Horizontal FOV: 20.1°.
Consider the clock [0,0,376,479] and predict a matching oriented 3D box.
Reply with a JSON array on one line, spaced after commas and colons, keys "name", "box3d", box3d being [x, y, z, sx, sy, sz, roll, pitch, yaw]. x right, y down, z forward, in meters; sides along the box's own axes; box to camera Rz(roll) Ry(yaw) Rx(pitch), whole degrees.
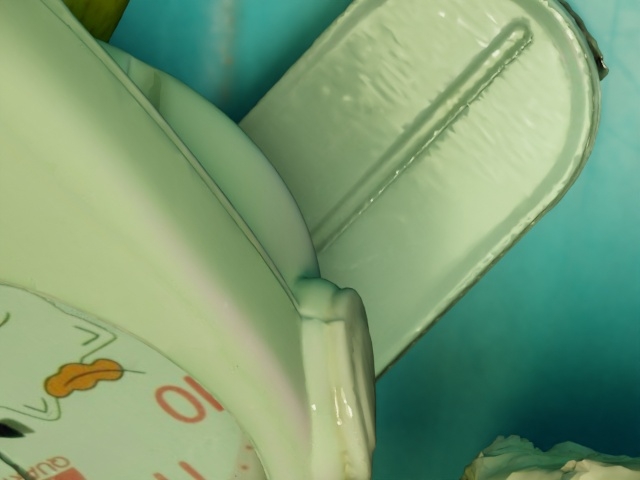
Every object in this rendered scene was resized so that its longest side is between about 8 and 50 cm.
[{"name": "clock", "box3d": [-0.119, 0.039, 0.562, 0.265, 0.108, 0.324, -25, 129, 25]}]

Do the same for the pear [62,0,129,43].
[{"name": "pear", "box3d": [-0.145, -0.090, 0.605, 0.180, 0.166, 0.216, -5, 104, -3]}]

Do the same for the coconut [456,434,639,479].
[{"name": "coconut", "box3d": [0.165, 0.265, 0.538, 0.405, 0.404, 0.404, 2, 104, 8]}]

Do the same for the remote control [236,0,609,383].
[{"name": "remote control", "box3d": [0.000, 0.000, 0.663, 0.104, 0.052, 0.247, 44, 106, -3]}]
